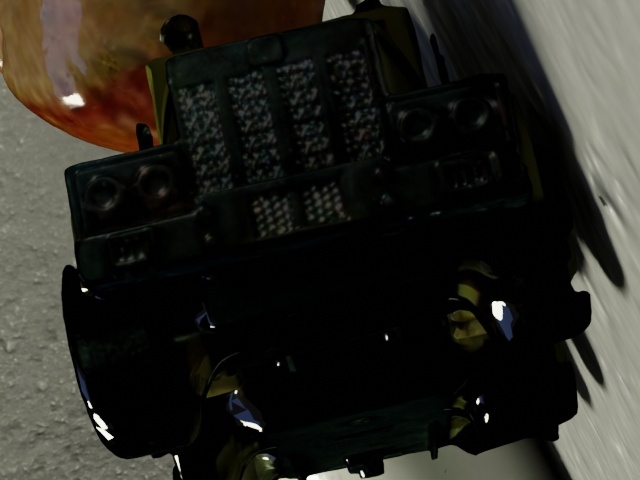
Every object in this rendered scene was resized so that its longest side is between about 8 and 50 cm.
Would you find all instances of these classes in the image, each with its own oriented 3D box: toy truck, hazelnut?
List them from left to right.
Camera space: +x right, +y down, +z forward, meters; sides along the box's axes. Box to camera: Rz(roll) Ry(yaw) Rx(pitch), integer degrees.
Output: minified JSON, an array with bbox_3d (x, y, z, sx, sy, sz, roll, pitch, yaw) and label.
[{"bbox_3d":[-0.060,-0.109,0.728,0.143,0.143,0.154,70,-179,-80],"label":"hazelnut"},{"bbox_3d":[0.001,0.004,0.546,0.257,0.127,0.127,73,-175,-79],"label":"toy truck"}]

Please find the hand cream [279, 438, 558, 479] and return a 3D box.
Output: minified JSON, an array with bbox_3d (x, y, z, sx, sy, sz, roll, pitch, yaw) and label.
[{"bbox_3d":[0.100,0.192,0.866,0.358,0.118,0.185,57,169,5],"label":"hand cream"}]
